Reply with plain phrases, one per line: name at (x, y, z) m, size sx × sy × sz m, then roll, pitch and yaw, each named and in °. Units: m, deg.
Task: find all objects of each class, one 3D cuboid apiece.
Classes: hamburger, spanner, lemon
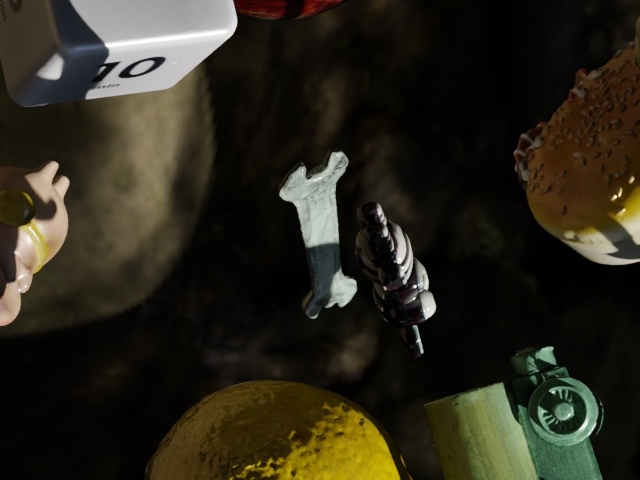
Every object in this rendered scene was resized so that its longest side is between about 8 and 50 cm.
hamburger at (0.352, -0.109, 1.959) m, size 0.295 × 0.227 × 0.151 m, roll -39°, pitch 125°, yaw 3°
spanner at (0.000, 0.000, 1.662) m, size 0.071 × 0.017 × 0.302 m, roll -31°, pitch 156°, yaw -13°
lemon at (-0.040, 0.276, 1.842) m, size 0.293 × 0.293 × 0.293 m, roll -39°, pitch 136°, yaw -50°

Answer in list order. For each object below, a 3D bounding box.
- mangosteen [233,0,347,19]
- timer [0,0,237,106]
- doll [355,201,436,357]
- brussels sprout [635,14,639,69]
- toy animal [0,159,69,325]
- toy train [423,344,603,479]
mangosteen at (-0.053, -0.422, 2.047) m, size 0.306 × 0.359 × 0.306 m, roll -29°, pitch 156°, yaw -14°
timer at (-0.220, -0.260, 1.838) m, size 0.192 × 0.195 × 0.194 m, roll -10°, pitch 83°, yaw -26°
doll at (0.082, 0.038, 1.981) m, size 0.219 × 0.067 × 0.091 m, roll 69°, pitch 2°, yaw -51°
brussels sprout at (0.320, -0.154, 1.146) m, size 0.244 × 0.244 × 0.244 m, roll -39°, pitch 136°, yaw -50°
toy animal at (-0.398, 0.005, 2.208) m, size 0.248 × 0.149 × 0.165 m, roll -44°, pitch 141°, yaw -10°
toy train at (0.216, 0.263, 1.796) m, size 0.126 × 0.189 × 0.307 m, roll 16°, pitch 57°, yaw -74°
